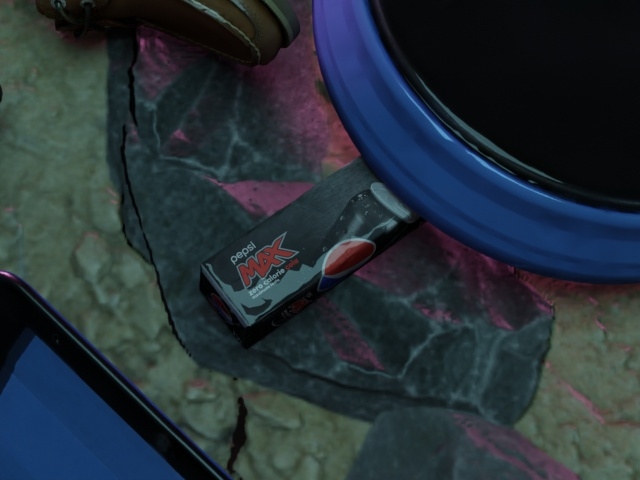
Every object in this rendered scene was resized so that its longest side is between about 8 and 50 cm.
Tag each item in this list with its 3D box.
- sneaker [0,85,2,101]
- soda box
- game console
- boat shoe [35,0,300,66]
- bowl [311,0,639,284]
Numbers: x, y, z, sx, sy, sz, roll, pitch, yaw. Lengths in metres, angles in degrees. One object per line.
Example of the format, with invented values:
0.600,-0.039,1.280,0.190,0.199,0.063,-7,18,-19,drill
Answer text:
-0.329,-0.065,0.979,0.222,0.083,0.118,0,32,13,sneaker
0.000,0.000,0.989,0.169,0.053,0.060,-35,76,-17,soda box
-0.171,0.214,0.823,0.293,0.173,0.250,42,70,11,game console
-0.162,-0.190,1.028,0.307,0.111,0.104,30,72,17,boat shoe
0.190,-0.159,1.030,0.391,0.077,0.391,6,62,-11,bowl
